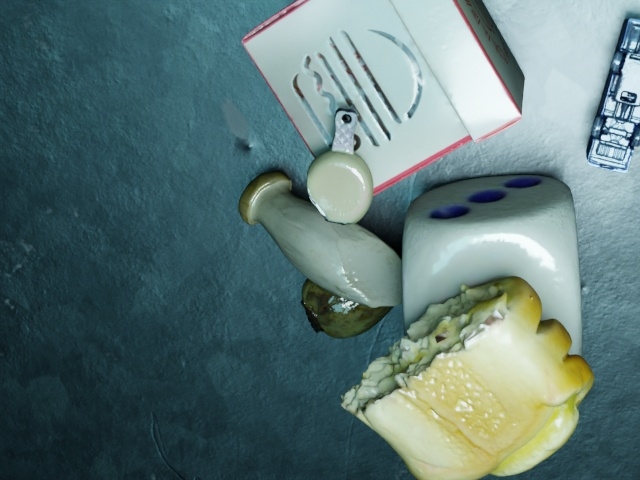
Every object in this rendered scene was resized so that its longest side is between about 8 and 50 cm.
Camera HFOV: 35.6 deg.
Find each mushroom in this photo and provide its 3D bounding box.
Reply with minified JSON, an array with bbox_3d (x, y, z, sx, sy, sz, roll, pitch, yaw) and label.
[{"bbox_3d":[0.000,0.000,1.676,0.350,0.128,0.128,38,114,29],"label":"mushroom"}]

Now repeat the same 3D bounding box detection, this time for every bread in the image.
[{"bbox_3d":[0.222,0.198,1.398,0.270,0.211,0.315,42,118,-13],"label":"bread"}]

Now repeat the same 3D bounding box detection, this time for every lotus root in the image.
[{"bbox_3d":[0.066,0.091,1.754,0.214,0.138,0.138,-25,102,13],"label":"lotus root"}]

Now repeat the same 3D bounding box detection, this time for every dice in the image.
[{"bbox_3d":[0.278,0.074,1.610,0.277,0.304,0.304,-6,107,12],"label":"dice"}]

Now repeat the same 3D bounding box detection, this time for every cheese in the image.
[{"bbox_3d":[0.024,-0.103,1.417,0.092,0.047,0.171,-9,112,14],"label":"cheese"}]

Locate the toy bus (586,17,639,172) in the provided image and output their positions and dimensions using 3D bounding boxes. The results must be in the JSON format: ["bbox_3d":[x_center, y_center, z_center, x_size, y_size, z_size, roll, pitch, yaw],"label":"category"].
[{"bbox_3d":[0.488,-0.231,1.582,0.079,0.094,0.236,16,109,12],"label":"toy bus"}]

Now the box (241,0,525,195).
[{"bbox_3d":[0.110,-0.278,1.524,0.300,0.312,0.314,-29,101,21],"label":"box"}]
